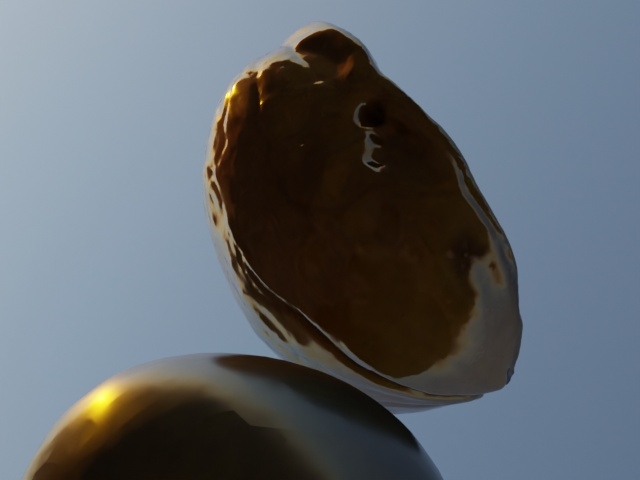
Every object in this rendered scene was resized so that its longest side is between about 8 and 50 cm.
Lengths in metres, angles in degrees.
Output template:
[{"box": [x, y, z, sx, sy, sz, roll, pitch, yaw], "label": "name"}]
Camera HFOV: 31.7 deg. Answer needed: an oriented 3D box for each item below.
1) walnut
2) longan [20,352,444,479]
[{"box": [-0.003, -0.001, 0.524, 0.211, 0.087, 0.167, 55, -27, 32], "label": "walnut"}, {"box": [-0.026, 0.129, 0.408, 0.167, 0.167, 0.187, -52, -126, 23], "label": "longan"}]
